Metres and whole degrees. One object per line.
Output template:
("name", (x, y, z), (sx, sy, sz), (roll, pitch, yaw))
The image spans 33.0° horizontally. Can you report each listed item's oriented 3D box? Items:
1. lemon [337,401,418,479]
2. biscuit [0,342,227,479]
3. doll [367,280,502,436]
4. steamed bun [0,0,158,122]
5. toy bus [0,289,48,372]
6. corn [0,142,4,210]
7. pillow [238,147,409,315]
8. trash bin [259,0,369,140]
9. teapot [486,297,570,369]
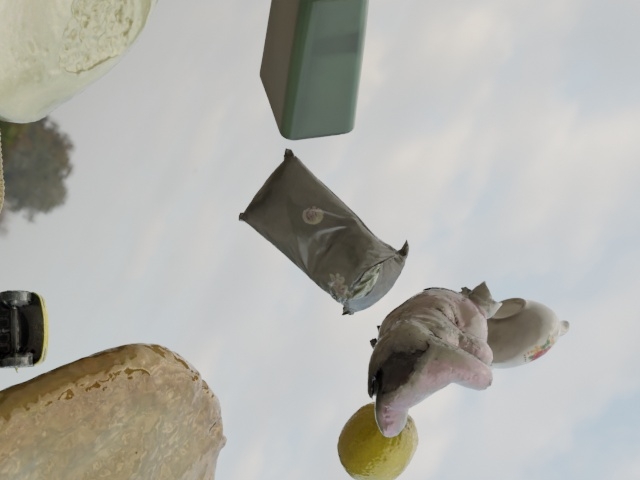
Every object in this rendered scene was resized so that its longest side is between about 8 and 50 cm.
("lemon", (0.129, 0.454, 2.418), (0.193, 0.180, 0.180), (-60, -160, 0))
("biscuit", (-0.283, 0.320, 1.222), (0.104, 0.446, 0.430), (30, -53, 36))
("doll", (0.100, 0.106, 1.052), (0.149, 0.095, 0.192), (-32, -173, 21))
("steamed bun", (-0.507, -0.413, 1.702), (0.456, 0.371, 0.290), (-53, 151, -37))
("toy bus", (-0.662, 0.181, 2.021), (0.152, 0.330, 0.144), (64, 21, -79))
("corn", (-0.636, -0.164, 1.951), (0.119, 0.119, 0.322), (-129, -143, -69))
("pillow", (0.000, 0.000, 1.603), (0.169, 0.255, 0.059), (-48, -177, 34))
("trash bin", (-0.007, -0.398, 2.101), (0.344, 0.158, 0.223), (102, -25, -48))
("teapot", (0.301, 0.151, 1.722), (0.226, 0.092, 0.145), (-29, -164, -20))
